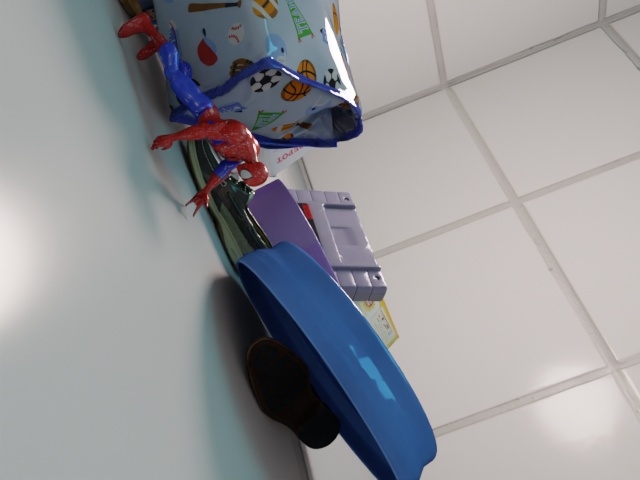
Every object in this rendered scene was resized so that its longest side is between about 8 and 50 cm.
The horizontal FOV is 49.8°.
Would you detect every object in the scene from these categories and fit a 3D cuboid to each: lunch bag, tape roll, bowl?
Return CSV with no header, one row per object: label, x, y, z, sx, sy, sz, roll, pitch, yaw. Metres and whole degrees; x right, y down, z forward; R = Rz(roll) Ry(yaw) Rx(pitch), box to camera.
lunch bag,-0.080,-0.332,1.114,0.385,0.239,0.327,1,75,-56
tape roll,-0.053,0.029,1.251,0.274,0.090,0.275,62,-6,11
bowl,0.020,0.170,0.964,0.391,0.077,0.391,52,-13,18

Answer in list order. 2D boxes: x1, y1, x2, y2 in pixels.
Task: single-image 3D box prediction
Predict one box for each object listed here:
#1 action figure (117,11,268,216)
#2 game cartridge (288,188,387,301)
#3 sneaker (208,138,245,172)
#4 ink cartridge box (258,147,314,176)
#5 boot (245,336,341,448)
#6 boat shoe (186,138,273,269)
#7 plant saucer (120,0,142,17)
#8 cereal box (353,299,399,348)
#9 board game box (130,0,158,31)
action figure,-0.182,-0.149,0.885,0.280,0.139,0.091,47,-1,18
game cartridge,0.000,0.000,1.609,0.355,0.230,0.068,-108,-149,-47
sneaker,-0.136,-0.217,1.337,0.256,0.151,0.094,62,6,-72
ink cartridge box,-0.088,-0.326,1.460,0.131,0.226,0.306,31,-34,36
boot,-0.058,0.192,0.945,0.106,0.082,0.219,36,-20,53
boat shoe,-0.134,-0.060,1.057,0.080,0.073,0.223,-97,166,-77
plant saucer,-0.285,-0.361,1.009,0.083,0.015,0.083,-22,90,-87
cereal box,0.070,0.215,1.558,0.047,0.240,0.173,-3,-64,46
board game box,-0.307,-0.474,1.127,0.165,0.042,0.243,-58,127,-86
